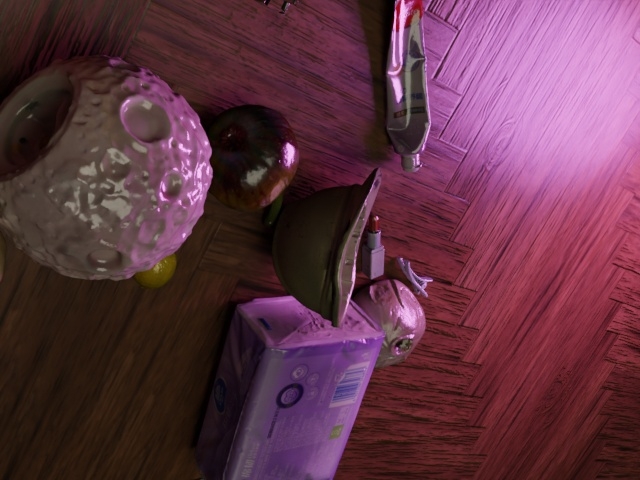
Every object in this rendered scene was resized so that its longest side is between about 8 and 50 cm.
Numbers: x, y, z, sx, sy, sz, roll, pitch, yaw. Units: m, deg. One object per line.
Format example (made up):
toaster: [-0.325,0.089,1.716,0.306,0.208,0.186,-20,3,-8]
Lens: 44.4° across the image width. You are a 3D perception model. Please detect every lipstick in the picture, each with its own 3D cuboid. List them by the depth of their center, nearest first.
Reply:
lipstick: [0.092,0.005,1.370,0.030,0.030,0.129,-20,129,-25]

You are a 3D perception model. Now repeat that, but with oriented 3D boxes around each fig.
fig: [-0.084,-0.087,1.123,0.149,0.149,0.245,-42,153,-6]

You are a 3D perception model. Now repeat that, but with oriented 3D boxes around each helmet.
helmet: [-0.002,-0.005,1.221,0.204,0.137,0.258,-21,125,-81]

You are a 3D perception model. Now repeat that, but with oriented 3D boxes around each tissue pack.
tissue pack: [-0.062,0.271,1.344,0.242,0.160,0.338,0,119,-35]

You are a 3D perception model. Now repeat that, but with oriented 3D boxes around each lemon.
lemon: [-0.238,0.029,1.115,0.065,0.065,0.092,0,116,-37]

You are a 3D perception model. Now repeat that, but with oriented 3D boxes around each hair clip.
hair clip: [0.178,0.062,1.476,0.039,0.030,0.115,-59,140,-16]

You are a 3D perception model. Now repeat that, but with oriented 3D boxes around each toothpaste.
toothpaste: [0.138,-0.244,1.229,0.075,0.048,0.301,-21,127,-20]

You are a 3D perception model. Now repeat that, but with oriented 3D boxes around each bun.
bun: [0.124,0.162,1.440,0.173,0.113,0.167,9,113,-43]

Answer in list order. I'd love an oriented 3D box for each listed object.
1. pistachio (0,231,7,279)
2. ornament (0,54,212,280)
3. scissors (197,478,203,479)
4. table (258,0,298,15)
pistachio: [-0.489,0.014,0.812,0.318,0.193,0.214,1,116,-52]
ornament: [-0.250,-0.078,0.903,0.259,0.259,0.225,-49,137,1]
scissors: [-0.142,0.460,1.513,0.247,0.017,0.144,33,96,-43]
table: [-0.066,-0.340,0.991,0.083,0.070,0.082,11,111,-42]
